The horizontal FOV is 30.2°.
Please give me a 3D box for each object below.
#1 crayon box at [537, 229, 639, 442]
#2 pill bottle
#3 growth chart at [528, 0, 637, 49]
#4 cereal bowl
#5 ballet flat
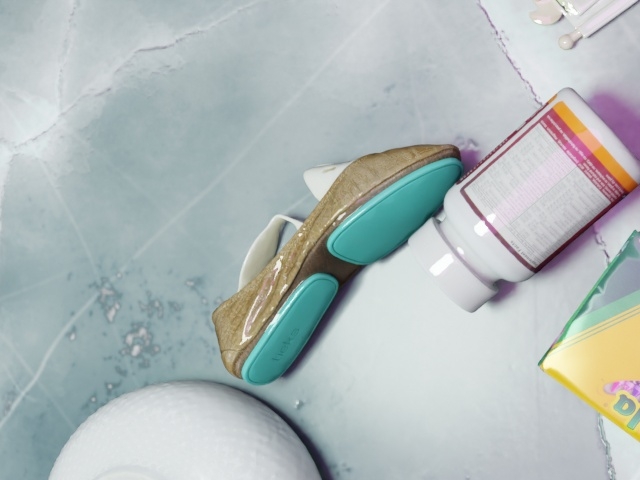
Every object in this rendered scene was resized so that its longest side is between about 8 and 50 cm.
[{"bbox_3d":[0.370,0.136,1.126,0.278,0.081,0.165,37,99,17],"label":"crayon box"},{"bbox_3d":[0.200,-0.036,1.171,0.221,0.121,0.121,-42,75,14],"label":"pill bottle"},{"bbox_3d":[0.259,-0.330,1.218,0.172,0.021,0.237,-28,79,16],"label":"growth chart"},{"bbox_3d":[-0.166,0.316,1.258,0.338,0.141,0.339,-2,84,24],"label":"cereal bowl"},{"bbox_3d":[0.000,0.000,1.260,0.342,0.116,0.124,-50,55,15],"label":"ballet flat"}]
